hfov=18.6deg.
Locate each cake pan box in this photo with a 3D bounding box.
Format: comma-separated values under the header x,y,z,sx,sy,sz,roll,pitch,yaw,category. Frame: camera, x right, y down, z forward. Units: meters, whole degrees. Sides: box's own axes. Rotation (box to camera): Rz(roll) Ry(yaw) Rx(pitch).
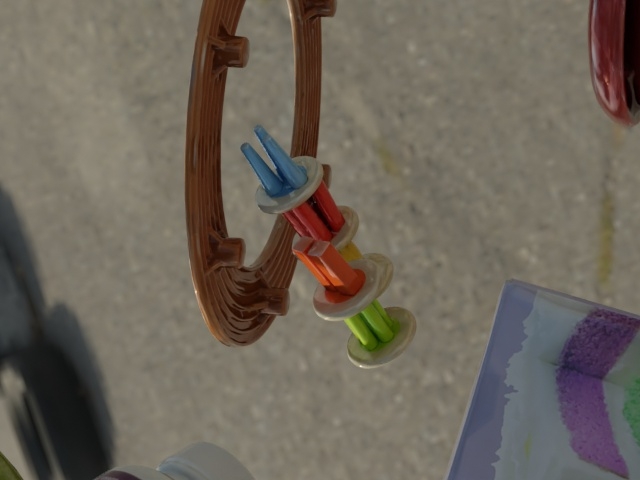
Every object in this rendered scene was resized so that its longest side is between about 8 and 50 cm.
x,y,z,sx,sy,sz,roll,pitch,yaw,category
0.163,0.176,0.905,0.070,0.245,0.267,57,-129,-80,cake pan box

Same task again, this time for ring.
x,y,z,sx,sy,sz,roll,pitch,yaw,category
-0.034,-0.088,1.424,0.336,0.032,0.337,5,-90,-77,ring

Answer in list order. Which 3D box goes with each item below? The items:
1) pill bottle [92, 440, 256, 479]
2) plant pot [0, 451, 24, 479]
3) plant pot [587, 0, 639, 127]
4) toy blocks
x,y,z,sx,sy,sz,roll,pitch,yaw,category
-0.187,0.300,1.698,0.169,0.301,0.169,29,135,34,pill bottle
-0.273,0.191,0.927,0.353,0.366,0.366,-27,83,67,plant pot
0.269,-0.148,1.268,0.191,0.174,0.191,5,-90,-73,plant pot
0.000,0.000,1.309,0.148,0.054,0.123,53,-171,-33,toy blocks
